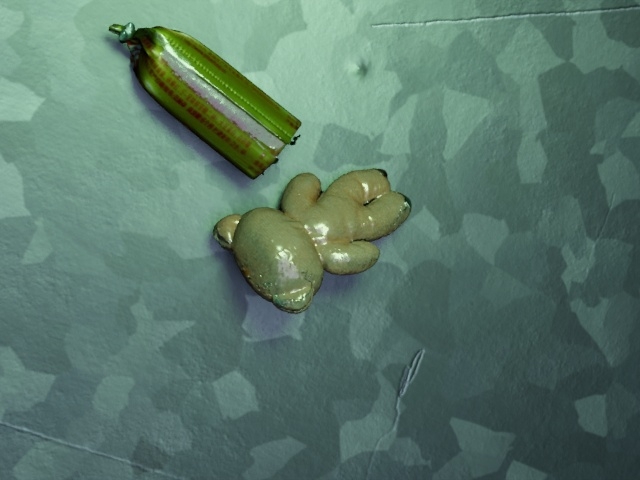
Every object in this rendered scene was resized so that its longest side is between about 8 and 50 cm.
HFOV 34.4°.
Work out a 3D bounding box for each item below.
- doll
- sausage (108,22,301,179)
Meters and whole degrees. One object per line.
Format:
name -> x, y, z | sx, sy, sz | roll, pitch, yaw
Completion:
doll -> 0.000, 0.000, 1.614 | 0.303, 0.156, 0.201 | -26, 62, -28
sausage -> -0.177, -0.219, 1.524 | 0.317, 0.125, 0.117 | 37, 87, -16
